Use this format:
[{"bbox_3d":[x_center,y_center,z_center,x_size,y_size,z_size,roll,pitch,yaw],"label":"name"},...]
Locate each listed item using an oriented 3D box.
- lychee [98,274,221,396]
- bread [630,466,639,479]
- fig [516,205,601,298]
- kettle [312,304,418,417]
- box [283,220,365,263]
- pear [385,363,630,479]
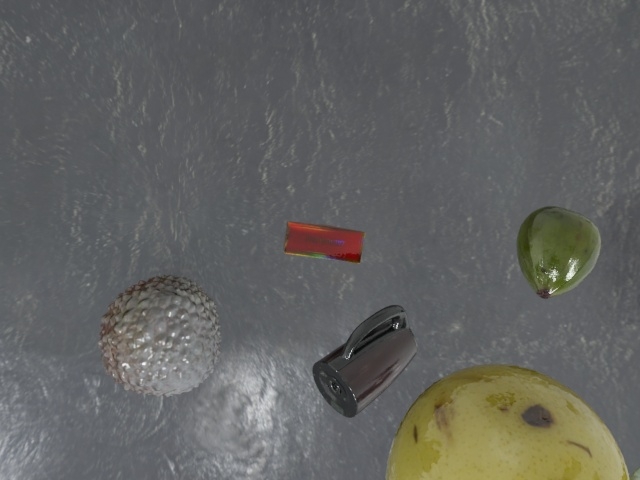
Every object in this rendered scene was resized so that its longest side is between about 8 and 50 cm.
[{"bbox_3d":[-0.214,0.135,0.826,0.165,0.165,0.197,15,121,-13],"label":"lychee"},{"bbox_3d":[0.836,0.626,1.313,0.396,0.239,0.264,15,53,24],"label":"bread"},{"bbox_3d":[0.587,0.036,1.538,0.203,0.203,0.225,33,62,-12],"label":"fig"},{"bbox_3d":[0.109,0.255,1.387,0.232,0.144,0.201,-32,128,-31],"label":"kettle"},{"bbox_3d":[0.001,0.000,1.665,0.198,0.313,0.089,9,91,-4],"label":"box"},{"bbox_3d":[0.258,0.355,0.867,0.349,0.348,0.347,-1,93,-13],"label":"pear"}]
